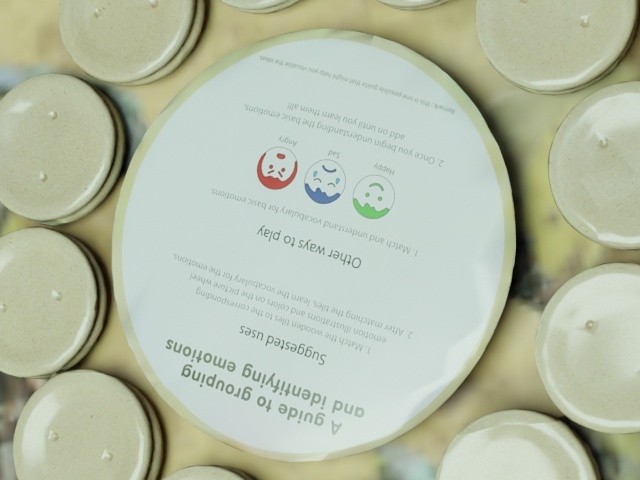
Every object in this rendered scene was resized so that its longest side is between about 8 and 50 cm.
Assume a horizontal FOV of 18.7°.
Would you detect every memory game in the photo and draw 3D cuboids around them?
[{"bbox_3d":[0.000,0.000,0.440,0.186,0.012,0.186,-3,81,21],"label":"memory game"}]
